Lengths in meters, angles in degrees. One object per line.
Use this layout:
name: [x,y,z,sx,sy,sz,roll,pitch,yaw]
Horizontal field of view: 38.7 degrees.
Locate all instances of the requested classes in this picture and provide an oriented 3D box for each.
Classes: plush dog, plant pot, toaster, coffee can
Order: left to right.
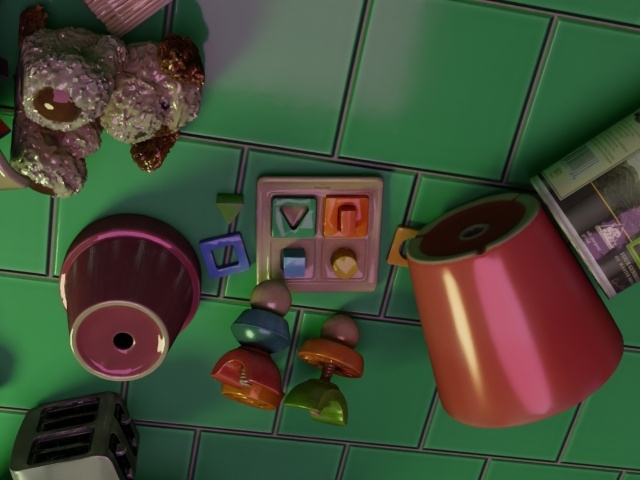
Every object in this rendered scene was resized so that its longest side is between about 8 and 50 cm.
toaster: [-0.375,0.329,1.385,0.185,0.168,0.110,-11,115,0]
plush dog: [-0.259,-0.186,1.132,0.225,0.211,0.262,4,152,-22]
plant pot: [-0.267,0.089,1.257,0.201,0.180,0.201,-2,117,-4]
plant pot: [0.253,0.084,1.271,0.275,0.275,0.243,-23,109,7]
coffee can: [0.452,-0.076,1.224,0.275,0.201,0.201,-34,116,13]

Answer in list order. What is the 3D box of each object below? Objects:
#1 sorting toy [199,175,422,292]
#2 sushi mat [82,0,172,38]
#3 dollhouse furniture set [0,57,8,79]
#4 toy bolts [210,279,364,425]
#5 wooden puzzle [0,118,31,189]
sorting toy: [0.000,0.000,1.309,0.347,0.047,0.196,-1,118,-5]
sushi mat: [-0.173,-0.385,1.095,0.316,0.019,0.151,-32,125,12]
dollhouse furniture set: [-0.448,-0.175,1.134,0.091,0.114,0.081,16,131,-37]
toy bolts: [-0.065,0.157,1.351,0.218,0.158,0.228,3,157,36]
wooden puzzle: [-0.507,-0.203,1.062,0.322,0.080,0.348,0,129,40]
